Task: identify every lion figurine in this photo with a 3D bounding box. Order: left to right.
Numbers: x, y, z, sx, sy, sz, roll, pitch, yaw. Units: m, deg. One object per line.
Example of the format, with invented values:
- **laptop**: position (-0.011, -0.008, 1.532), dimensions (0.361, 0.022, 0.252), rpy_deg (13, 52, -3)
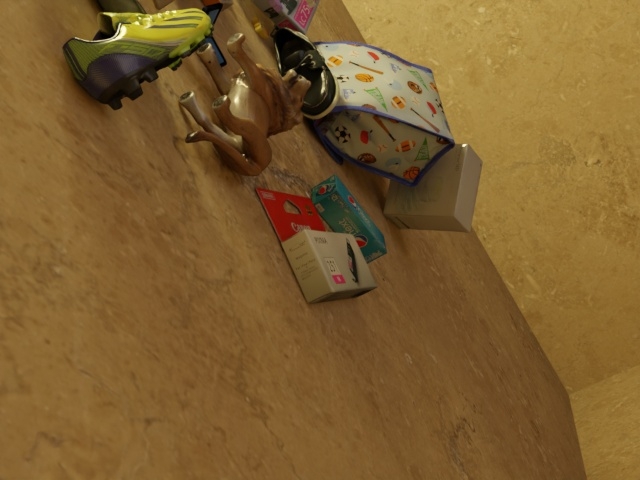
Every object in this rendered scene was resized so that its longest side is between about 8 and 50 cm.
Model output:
- **lion figurine**: position (-0.132, -0.217, 1.351), dimensions (0.240, 0.142, 0.392), rpy_deg (57, 31, -35)

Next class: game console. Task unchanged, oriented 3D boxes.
- **game console**: position (-0.208, -0.405, 1.486), dimensions (0.071, 0.107, 0.122), rpy_deg (29, 22, -4)

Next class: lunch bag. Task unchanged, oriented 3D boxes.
- **lunch bag**: position (0.126, -0.360, 2.033), dimensions (0.385, 0.239, 0.328), rpy_deg (17, 42, -28)

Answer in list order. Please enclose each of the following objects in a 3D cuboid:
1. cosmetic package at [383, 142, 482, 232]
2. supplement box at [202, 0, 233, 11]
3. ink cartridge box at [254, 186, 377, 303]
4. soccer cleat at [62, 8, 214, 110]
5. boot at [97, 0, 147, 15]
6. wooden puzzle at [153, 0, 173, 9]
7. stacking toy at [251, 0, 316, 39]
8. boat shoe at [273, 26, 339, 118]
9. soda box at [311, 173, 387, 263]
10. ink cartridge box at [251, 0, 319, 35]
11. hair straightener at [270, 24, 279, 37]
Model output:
- **cosmetic package**: position (0.325, -0.152, 2.157), dimensions (0.138, 0.225, 0.224), rpy_deg (34, 64, -55)
- **supplement box**: position (-0.237, -0.546, 1.665), dimensions (0.062, 0.036, 0.098), rpy_deg (59, 18, -6)
- **ink cartridge box**: position (0.000, 0.000, 1.454), dimensions (0.239, 0.060, 0.275), rpy_deg (66, 19, 10)
- **soccer cleat**: position (-0.250, -0.291, 1.067), dimensions (0.121, 0.093, 0.289), rpy_deg (49, 38, -12)
- **boot**: position (-0.323, -0.367, 1.137), dimensions (0.208, 0.076, 0.189), rpy_deg (67, 20, -3)
- **wooden puzzle**: position (-0.307, -0.575, 1.392), dimensions (0.238, 0.044, 0.221), rpy_deg (56, 41, -20)
- **stacking toy**: position (-0.131, -0.601, 1.827), dimensions (0.221, 0.167, 0.052), rpy_deg (34, 32, -56)
- **boat shoe**: position (-0.048, -0.431, 1.861), dimensions (0.113, 0.127, 0.340), rpy_deg (43, 24, -41)
- **soda box**: position (0.065, -0.043, 1.677), dimensions (0.210, 0.067, 0.071), rpy_deg (50, 20, -31)
- **ink cartridge box**: position (-0.134, -0.695, 1.962), dimensions (0.311, 0.065, 0.186), rpy_deg (37, 54, -29)
- **hair straightener**: position (-0.102, -0.588, 2.101), dimensions (0.089, 0.047, 0.230), rpy_deg (60, 22, -3)
